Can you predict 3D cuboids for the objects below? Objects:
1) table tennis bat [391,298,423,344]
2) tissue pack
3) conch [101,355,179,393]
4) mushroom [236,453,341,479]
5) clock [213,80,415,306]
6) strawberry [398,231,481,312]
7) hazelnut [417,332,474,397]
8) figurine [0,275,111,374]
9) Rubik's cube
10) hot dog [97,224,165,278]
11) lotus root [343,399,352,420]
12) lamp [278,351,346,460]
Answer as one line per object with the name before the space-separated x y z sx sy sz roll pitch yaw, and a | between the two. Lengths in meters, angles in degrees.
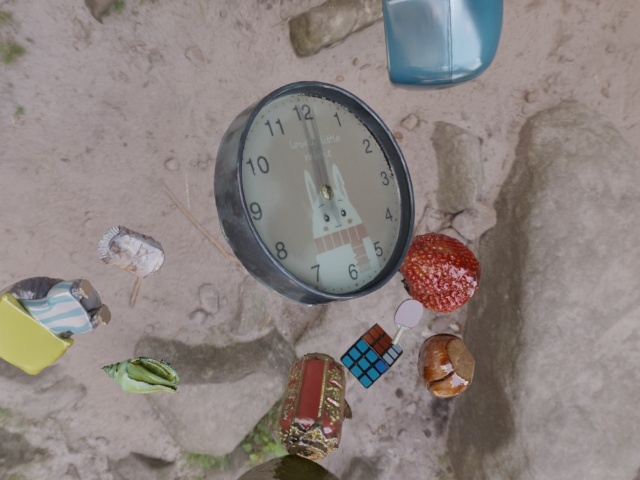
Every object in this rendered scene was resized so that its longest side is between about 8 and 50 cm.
table tennis bat | 0.259 0.250 1.339 0.086 0.013 0.157 20 100 -18
tissue pack | 0.218 -0.380 0.792 0.205 0.287 0.199 -3 110 12
conch | -0.477 0.359 1.164 0.200 0.079 0.095 10 72 -26
mushroom | -0.077 0.555 0.953 0.291 0.217 0.212 -11 119 35
clock | 0.011 -0.081 0.745 0.385 0.076 0.387 8 77 -35
strawberry | 0.401 0.098 1.448 0.239 0.288 0.250 -49 113 -26
hazelnut | 0.312 0.314 1.102 0.142 0.143 0.154 -9 65 -7
figurine | -0.830 0.184 1.398 0.360 0.378 0.267 -21 116 1
Rubik's cube | 0.204 0.456 1.731 0.160 0.163 0.162 45 118 15
hot dog | -0.481 0.030 1.121 0.058 0.191 0.108 13 76 27
lotus root | -0.006 0.521 1.413 0.166 0.329 0.078 21 70 -18
lamp | -0.016 0.436 1.163 0.176 0.274 0.177 5 130 6
